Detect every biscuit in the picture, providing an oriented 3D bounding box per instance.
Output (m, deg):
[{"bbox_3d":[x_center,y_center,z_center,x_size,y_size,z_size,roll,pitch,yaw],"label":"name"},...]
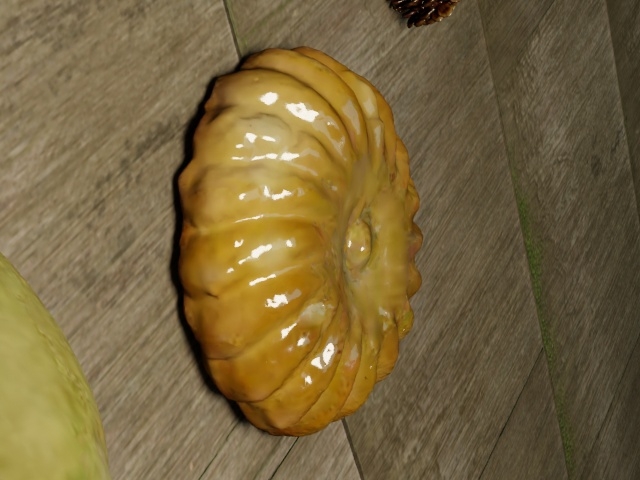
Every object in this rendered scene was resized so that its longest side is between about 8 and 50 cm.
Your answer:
[{"bbox_3d":[0.000,0.000,1.066,0.326,0.107,0.325,8,81,-63],"label":"biscuit"}]

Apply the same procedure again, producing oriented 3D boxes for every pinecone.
[{"bbox_3d":[0.098,-0.250,1.259,0.083,0.077,0.077,37,57,-30],"label":"pinecone"}]

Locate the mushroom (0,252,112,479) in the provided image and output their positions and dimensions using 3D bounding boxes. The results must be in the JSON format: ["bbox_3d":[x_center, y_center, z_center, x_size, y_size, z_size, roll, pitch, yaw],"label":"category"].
[{"bbox_3d":[-0.204,0.067,0.601,0.292,0.212,0.217,5,95,-55],"label":"mushroom"}]
